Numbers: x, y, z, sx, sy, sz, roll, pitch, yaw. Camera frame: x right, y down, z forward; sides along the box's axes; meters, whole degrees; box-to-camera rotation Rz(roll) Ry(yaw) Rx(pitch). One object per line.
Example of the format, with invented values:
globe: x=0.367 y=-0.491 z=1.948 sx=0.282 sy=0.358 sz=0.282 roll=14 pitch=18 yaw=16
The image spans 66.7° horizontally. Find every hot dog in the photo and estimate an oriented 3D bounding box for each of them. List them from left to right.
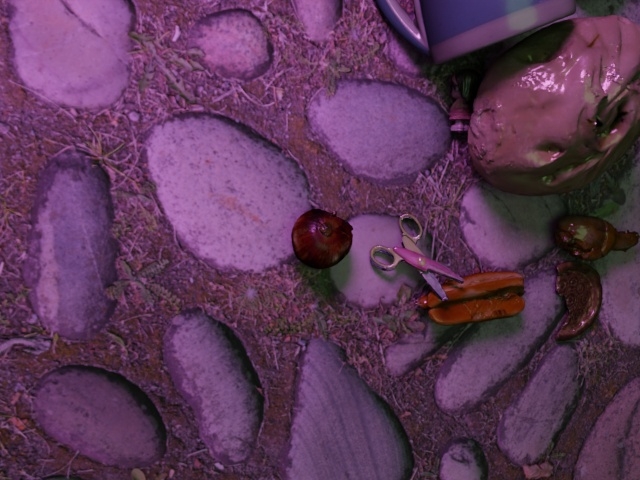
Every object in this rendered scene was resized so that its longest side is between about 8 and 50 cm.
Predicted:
hot dog: x=0.333 y=0.124 z=1.052 sx=0.270 sy=0.072 sz=0.109 roll=-4 pitch=98 yaw=-15

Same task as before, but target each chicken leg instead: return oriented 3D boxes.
chicken leg: x=0.630 y=0.000 z=1.107 sx=0.228 sy=0.088 sz=0.103 roll=11 pitch=86 yaw=-22

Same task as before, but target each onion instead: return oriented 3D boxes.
onion: x=0.000 y=0.000 z=0.925 sx=0.117 sy=0.118 sz=0.118 roll=26 pitch=92 yaw=6

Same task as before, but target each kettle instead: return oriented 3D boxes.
kettle: x=0.236 y=-0.503 z=0.852 sx=0.320 sy=0.247 sz=0.342 roll=-16 pitch=106 yaw=23

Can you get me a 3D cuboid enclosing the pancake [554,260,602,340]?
pancake: x=0.592 y=0.138 z=1.146 sx=0.184 sy=0.020 sz=0.190 roll=-44 pitch=106 yaw=-3

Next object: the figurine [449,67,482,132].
figurine: x=0.298 y=-0.284 z=0.987 sx=0.072 sy=0.054 sz=0.129 roll=-5 pitch=102 yaw=-26

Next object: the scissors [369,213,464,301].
scissors: x=0.204 y=0.045 z=0.997 sx=0.187 sy=0.020 sz=0.133 roll=40 pitch=88 yaw=9

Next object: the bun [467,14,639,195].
bun: x=0.467 y=-0.235 z=0.931 sx=0.362 sy=0.234 sz=0.326 roll=-39 pitch=127 yaw=5
